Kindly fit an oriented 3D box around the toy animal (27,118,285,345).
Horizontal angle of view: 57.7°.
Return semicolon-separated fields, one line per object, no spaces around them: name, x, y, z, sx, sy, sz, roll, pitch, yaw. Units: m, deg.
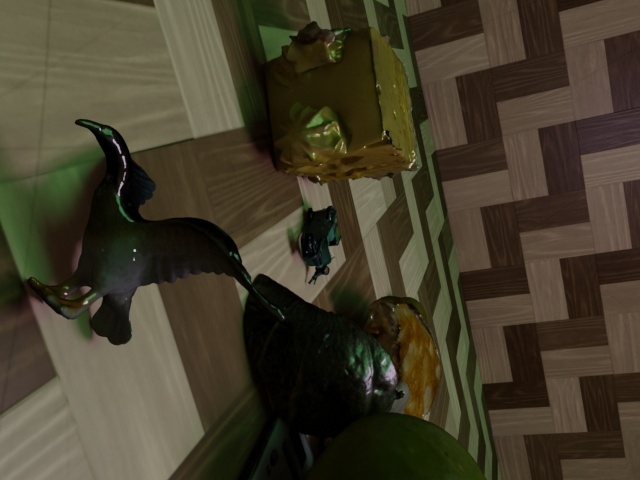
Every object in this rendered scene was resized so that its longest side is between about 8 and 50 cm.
toy animal;-0.166;-0.001;0.490;0.160;0.273;0.197;-52;148;-15

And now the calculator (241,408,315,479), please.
calculator;-0.061;0.347;0.795;0.261;0.021;0.161;-60;137;-61

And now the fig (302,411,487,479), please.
fig;0.117;0.393;0.740;0.316;0.316;0.316;-10;90;-70

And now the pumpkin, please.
pumpkin;0.005;0.169;0.821;0.111;0.163;0.278;-32;102;-64

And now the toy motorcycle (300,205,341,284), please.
toy motorcycle;0.000;0.000;1.076;0.173;0.058;0.100;-70;151;-57

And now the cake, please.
cake;0.031;-0.228;1.023;0.286;0.223;0.227;13;67;-68

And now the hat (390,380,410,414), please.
hat;0.105;0.376;1.027;0.149;0.245;0.214;-11;75;-39

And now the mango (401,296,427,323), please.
mango;0.224;0.230;1.534;0.237;0.091;0.137;-32;105;-62

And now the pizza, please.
pizza;0.151;0.335;1.257;0.440;0.130;0.405;47;52;-55

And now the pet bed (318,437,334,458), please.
pet bed;0.037;0.396;0.982;0.201;0.054;0.201;-9;90;-80
